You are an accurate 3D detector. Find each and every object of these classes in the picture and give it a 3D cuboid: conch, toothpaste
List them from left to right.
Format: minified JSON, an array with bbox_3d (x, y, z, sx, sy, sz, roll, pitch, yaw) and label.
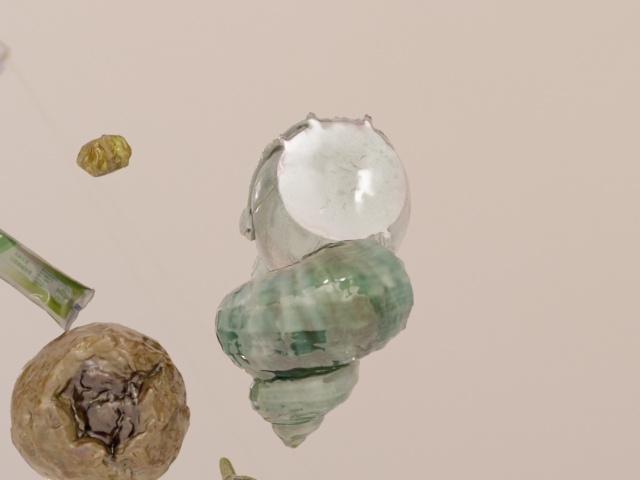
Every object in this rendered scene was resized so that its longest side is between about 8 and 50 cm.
[{"bbox_3d":[-0.442,0.033,1.723,0.248,0.078,0.047,39,-19,-20],"label":"toothpaste"},{"bbox_3d":[-0.017,0.116,1.399,0.220,0.195,0.277,13,-76,-2],"label":"conch"}]

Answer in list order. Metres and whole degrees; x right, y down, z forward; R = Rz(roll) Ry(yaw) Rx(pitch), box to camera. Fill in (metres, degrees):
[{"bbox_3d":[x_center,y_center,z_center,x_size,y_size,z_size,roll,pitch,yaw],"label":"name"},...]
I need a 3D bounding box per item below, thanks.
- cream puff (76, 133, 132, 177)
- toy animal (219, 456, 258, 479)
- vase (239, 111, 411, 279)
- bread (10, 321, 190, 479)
[{"bbox_3d":[-0.324,-0.128,1.778,0.083,0.083,0.058,-13,-76,-14],"label":"cream puff"},{"bbox_3d":[-0.118,0.376,1.679,0.098,0.137,0.098,-12,-58,-20],"label":"toy animal"},{"bbox_3d":[0.000,0.000,1.804,0.249,0.250,0.445,21,-24,1],"label":"vase"},{"bbox_3d":[-0.281,0.212,1.510,0.229,0.230,0.123,19,-10,3],"label":"bread"}]
